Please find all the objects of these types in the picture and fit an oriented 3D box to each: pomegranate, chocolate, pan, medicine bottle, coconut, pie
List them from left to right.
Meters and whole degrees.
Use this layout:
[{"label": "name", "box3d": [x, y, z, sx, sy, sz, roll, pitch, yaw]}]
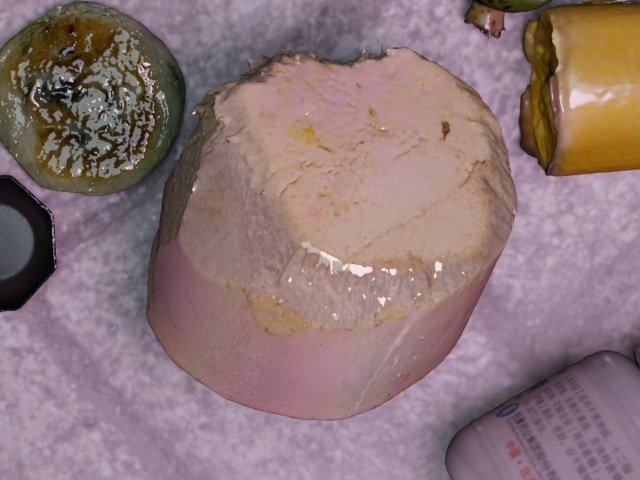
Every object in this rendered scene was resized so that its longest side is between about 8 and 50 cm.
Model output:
[{"label": "pan", "box3d": [-0.337, -0.023, 1.458, 0.202, 0.048, 0.128, 43, 93, -3]}, {"label": "pie", "box3d": [-0.220, -0.131, 1.452, 0.187, 0.041, 0.186, 0, 94, 3]}, {"label": "coconut", "box3d": [0.000, 0.000, 1.334, 0.298, 0.309, 0.297, 7, 59, -12]}, {"label": "pomegranate", "box3d": [0.162, -0.255, 1.393, 0.130, 0.130, 0.130, 0, 94, 2]}, {"label": "medicine bottle", "box3d": [0.291, 0.209, 1.356, 0.306, 0.245, 0.245, -29, 92, 2]}, {"label": "chocolate", "box3d": [0.407, -0.146, 1.393, 0.446, 0.162, 0.162, -4, 93, -2]}]
